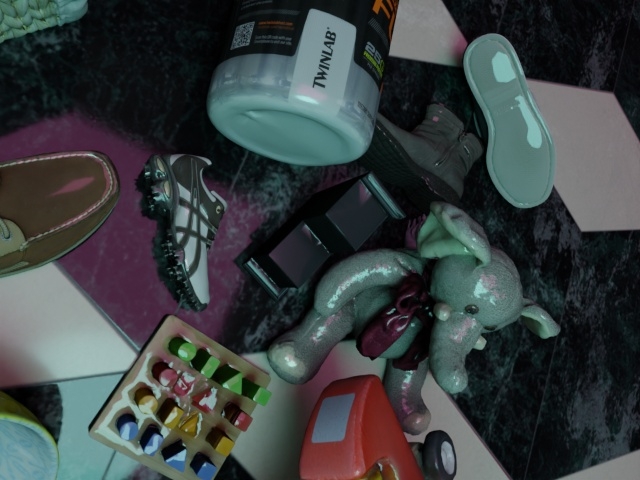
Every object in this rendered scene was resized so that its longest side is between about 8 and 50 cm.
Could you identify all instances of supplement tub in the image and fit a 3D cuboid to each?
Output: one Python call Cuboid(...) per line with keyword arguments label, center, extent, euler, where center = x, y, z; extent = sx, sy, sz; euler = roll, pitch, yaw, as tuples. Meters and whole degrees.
Cuboid(label="supplement tub", center=(-0.008, -0.283, 0.629), extent=(0.207, 0.207, 0.337), euler=(16, 79, -24))

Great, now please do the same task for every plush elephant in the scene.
Cuboid(label="plush elephant", center=(0.148, 0.094, 0.643), extent=(0.272, 0.255, 0.330), euler=(37, 70, -19))

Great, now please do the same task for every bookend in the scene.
Cuboid(label="bookend", center=(0.000, 0.000, 0.634), extent=(0.156, 0.157, 0.072), euler=(-46, 105, -23))

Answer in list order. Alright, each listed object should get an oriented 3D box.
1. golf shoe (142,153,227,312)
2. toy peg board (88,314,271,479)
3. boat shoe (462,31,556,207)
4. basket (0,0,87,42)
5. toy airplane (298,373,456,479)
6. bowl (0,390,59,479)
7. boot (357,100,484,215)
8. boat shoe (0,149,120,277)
Cuboid(label="golf shoe", center=(-0.150, -0.013, 0.606), extent=(0.094, 0.077, 0.198), euler=(-14, 93, -27))
Cuboid(label="toy peg board", center=(-0.152, 0.198, 0.584), extent=(0.161, 0.079, 0.160), euler=(38, 70, -18))
Cuboid(label="boat shoe", center=(0.325, -0.205, 0.846), extent=(0.091, 0.114, 0.302), euler=(-56, 130, -61))
Cuboid(label="basket", center=(-0.392, -0.336, 0.382), extent=(0.266, 0.328, 0.331), euler=(-38, 102, -20))
Cuboid(label="toy airplane", center=(0.039, 0.375, 0.457), extent=(0.272, 0.384, 0.386), euler=(25, 100, -50))
Cuboid(label="bowl", center=(-0.393, 0.203, 0.401), extent=(0.156, 0.289, 0.289), euler=(37, 63, 27))
Cuboid(label="boot", center=(0.151, -0.160, 0.779), extent=(0.246, 0.083, 0.161), euler=(37, 63, -25))
Cuboid(label="boat shoe", center=(-0.352, -0.009, 0.481), extent=(0.324, 0.116, 0.123), euler=(-30, 99, -26))
